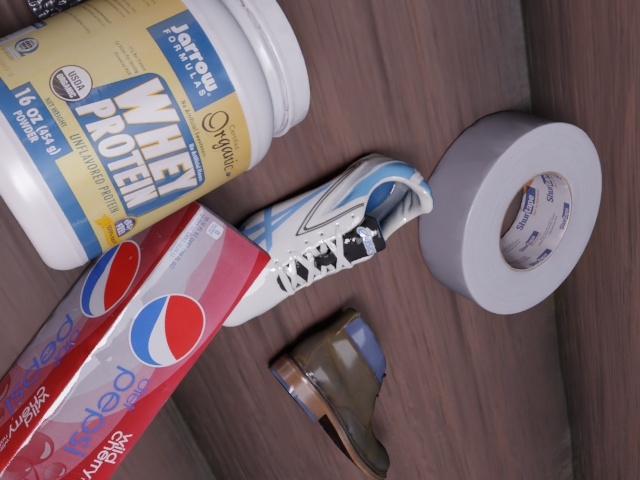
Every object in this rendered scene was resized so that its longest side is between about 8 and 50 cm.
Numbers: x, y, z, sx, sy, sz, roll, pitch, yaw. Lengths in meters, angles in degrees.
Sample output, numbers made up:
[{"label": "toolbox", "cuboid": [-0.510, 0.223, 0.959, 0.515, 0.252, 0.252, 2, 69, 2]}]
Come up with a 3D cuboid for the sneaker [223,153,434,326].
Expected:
[{"label": "sneaker", "cuboid": [0.000, 0.000, 0.609, 0.237, 0.086, 0.085, -35, 128, -16]}]

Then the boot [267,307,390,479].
[{"label": "boot", "cuboid": [0.045, 0.169, 0.716, 0.106, 0.082, 0.219, -42, 126, -10]}]

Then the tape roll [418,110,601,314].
[{"label": "tape roll", "cuboid": [0.215, -0.031, 0.755, 0.219, 0.072, 0.219, -14, 117, -31]}]

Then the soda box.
[{"label": "soda box", "cuboid": [-0.160, 0.084, 0.526, 0.263, 0.092, 0.083, -54, 131, -4]}]

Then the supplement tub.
[{"label": "supplement tub", "cuboid": [-0.122, -0.087, 0.444, 0.200, 0.144, 0.144, -33, 125, -19]}]

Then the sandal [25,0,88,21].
[{"label": "sandal", "cuboid": [-0.135, -0.220, 0.453, 0.179, 0.040, 0.067, -46, 125, 9]}]
